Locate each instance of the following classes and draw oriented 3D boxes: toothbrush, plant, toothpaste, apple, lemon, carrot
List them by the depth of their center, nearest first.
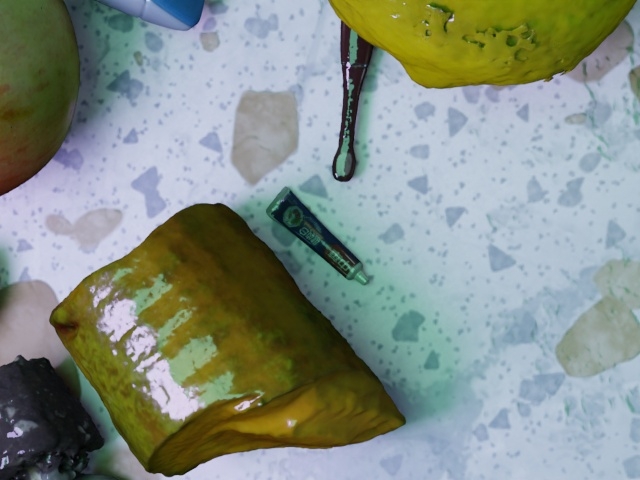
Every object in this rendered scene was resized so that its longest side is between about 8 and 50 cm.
[{"bbox_3d":[0.156,-0.329,1.703,0.350,0.350,0.387,24,103,16],"label":"lemon"},{"bbox_3d":[-0.110,0.120,1.834,0.241,0.241,0.340,-42,76,13],"label":"carrot"},{"bbox_3d":[-0.413,-0.177,1.885,0.319,0.277,0.319,13,120,24],"label":"apple"},{"bbox_3d":[0.042,-0.242,1.891,0.041,0.041,0.363,6,92,17],"label":"toothbrush"},{"bbox_3d":[0.000,0.000,1.911,0.140,0.021,0.037,42,99,16],"label":"toothpaste"},{"bbox_3d":[-0.286,0.262,1.935,0.146,0.149,0.274,-45,74,28],"label":"plant"}]

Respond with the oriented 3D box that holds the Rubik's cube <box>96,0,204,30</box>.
[{"bbox_3d":[-0.185,-0.341,1.921,0.254,0.254,0.254,0,89,17],"label":"Rubik's cube"}]
